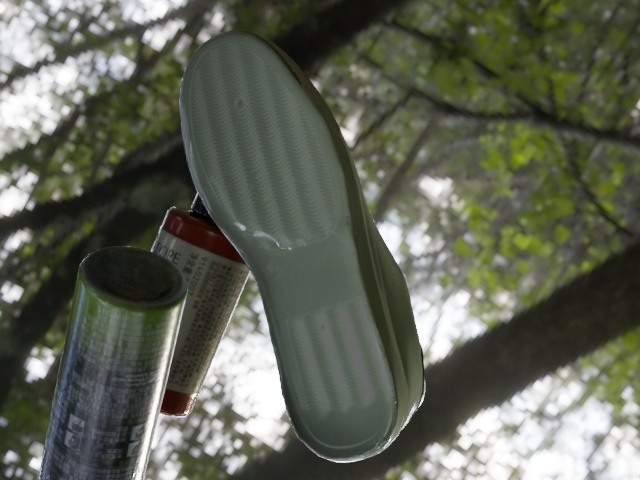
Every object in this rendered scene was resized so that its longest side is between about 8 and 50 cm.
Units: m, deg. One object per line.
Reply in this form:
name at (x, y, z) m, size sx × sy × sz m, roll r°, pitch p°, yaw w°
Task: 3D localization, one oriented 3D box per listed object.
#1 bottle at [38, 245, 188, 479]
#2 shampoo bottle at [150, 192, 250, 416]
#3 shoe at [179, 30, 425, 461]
bottle at (-0.191, 0.165, 1.403) m, size 0.093 × 0.330 × 0.093 m, roll 12°, pitch -150°, yaw -7°
shampoo bottle at (-0.130, 0.037, 1.674) m, size 0.104 × 0.278 × 0.104 m, roll 23°, pitch -176°, yaw -1°
shoe at (0.000, 0.000, 1.351) m, size 0.160 × 0.131 × 0.363 m, roll -1°, pitch -110°, yaw -71°
